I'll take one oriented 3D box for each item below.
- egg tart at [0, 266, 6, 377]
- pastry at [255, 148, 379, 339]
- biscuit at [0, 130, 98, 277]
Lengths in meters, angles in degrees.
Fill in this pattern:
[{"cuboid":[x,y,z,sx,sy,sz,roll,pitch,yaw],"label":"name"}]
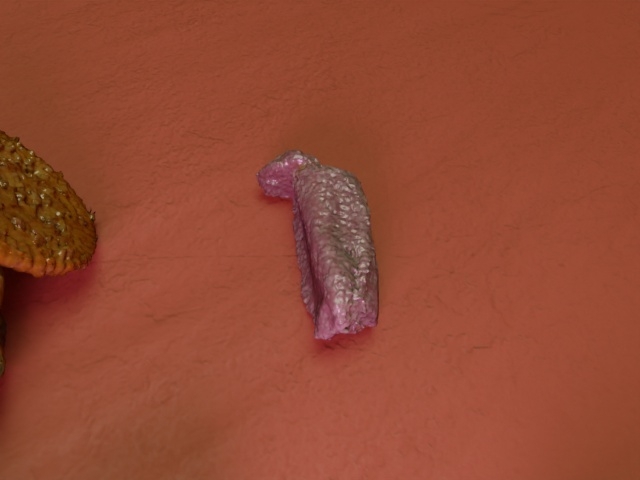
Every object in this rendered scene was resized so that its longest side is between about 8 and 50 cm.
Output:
[{"cuboid":[-0.389,0.036,0.553,0.118,0.288,0.288,-42,63,9],"label":"egg tart"},{"cuboid":[0.011,-0.004,0.743,0.112,0.103,0.265,-7,56,-23],"label":"pastry"},{"cuboid":[-0.345,-0.060,0.664,0.035,0.254,0.254,-44,63,12],"label":"biscuit"}]
